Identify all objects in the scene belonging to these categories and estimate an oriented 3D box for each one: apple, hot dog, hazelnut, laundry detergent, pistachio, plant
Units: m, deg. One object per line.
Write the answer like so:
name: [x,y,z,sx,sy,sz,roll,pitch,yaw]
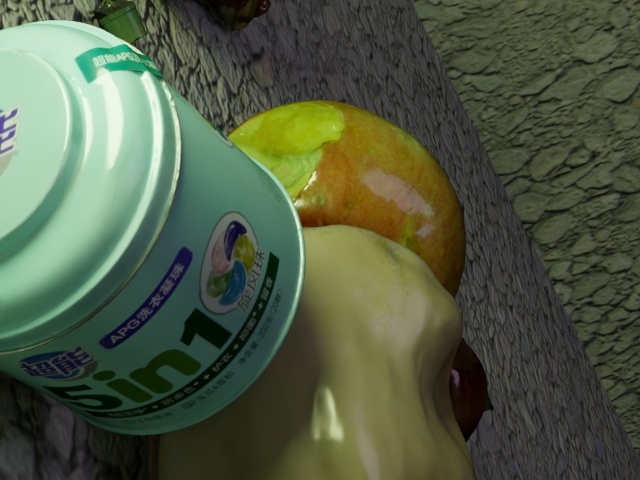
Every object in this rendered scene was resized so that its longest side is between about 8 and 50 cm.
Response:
apple: [0.000,0.000,1.993,0.339,0.339,0.340,56,20,-33]
hot dog: [-0.132,-0.398,2.459,0.213,0.103,0.146,49,26,-48]
hazelnut: [0.145,0.222,2.443,0.181,0.181,0.212,37,19,-2]
laundry detergent: [-0.204,-0.014,1.447,0.305,0.287,0.287,41,31,-56]
pistachio: [-0.003,0.197,1.712,0.365,0.281,0.446,29,63,-27]
plant: [-0.248,-0.280,2.050,0.102,0.051,0.051,60,18,-9]

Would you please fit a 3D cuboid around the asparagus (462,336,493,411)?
asparagus: [0.194,0.180,2.760,0.343,0.085,0.082,59,7,-44]
